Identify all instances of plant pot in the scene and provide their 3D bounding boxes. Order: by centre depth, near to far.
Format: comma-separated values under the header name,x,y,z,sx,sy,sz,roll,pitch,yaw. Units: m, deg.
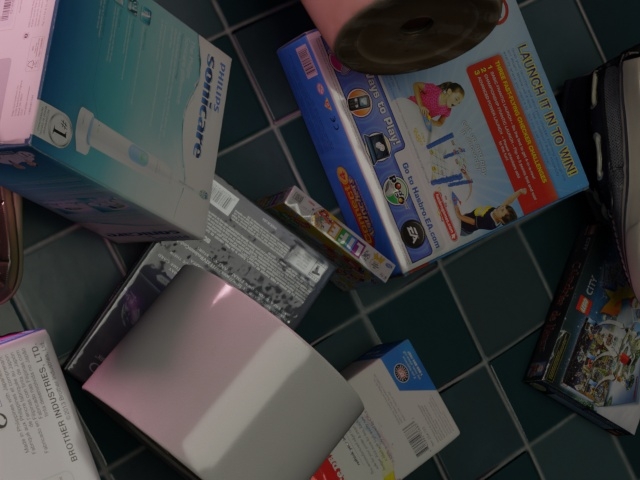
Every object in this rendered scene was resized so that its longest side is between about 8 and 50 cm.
name,x,y,z,sx,sy,sz,roll,pitch,yaw
plant pot,0.074,-0.350,1.656,0.323,0.323,0.280,-1,65,-27

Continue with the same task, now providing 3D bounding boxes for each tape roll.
name,x,y,z,sx,sy,sz,roll,pitch,yaw
tape roll,-0.099,0.163,1.539,0.246,0.246,0.169,42,77,-16

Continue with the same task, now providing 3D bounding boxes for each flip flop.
name,x,y,z,sx,sy,sz,roll,pitch,yaw
flip flop,-0.334,-0.064,1.576,0.080,0.112,0.277,18,65,-57

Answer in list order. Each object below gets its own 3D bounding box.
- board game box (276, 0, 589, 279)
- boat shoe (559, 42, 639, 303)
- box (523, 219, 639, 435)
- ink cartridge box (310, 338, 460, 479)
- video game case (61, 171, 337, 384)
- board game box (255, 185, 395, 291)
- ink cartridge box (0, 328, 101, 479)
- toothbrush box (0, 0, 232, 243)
name,x,y,z,sx,sy,sz,roll,pitch,yaw
board game box,0.142,-0.148,1.833,0.302,0.086,0.308,-24,94,-28
boat shoe,0.391,-0.071,1.910,0.127,0.158,0.341,7,79,-33
box,0.371,0.113,1.936,0.159,0.044,0.233,31,70,-20
ink cartridge box,0.033,0.230,1.726,0.231,0.078,0.134,-32,97,-27
video game case,-0.130,0.084,1.669,0.196,0.026,0.274,38,79,-17
board game box,0.000,0.000,1.729,0.154,0.103,0.026,38,68,-17
ink cartridge box,-0.419,0.274,1.448,0.395,0.151,0.270,-20,91,-29
toothbrush box,-0.231,-0.142,1.538,0.295,0.126,0.216,29,63,-55
